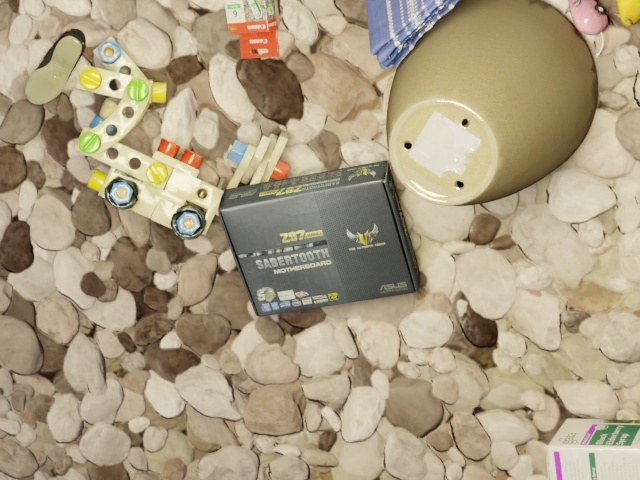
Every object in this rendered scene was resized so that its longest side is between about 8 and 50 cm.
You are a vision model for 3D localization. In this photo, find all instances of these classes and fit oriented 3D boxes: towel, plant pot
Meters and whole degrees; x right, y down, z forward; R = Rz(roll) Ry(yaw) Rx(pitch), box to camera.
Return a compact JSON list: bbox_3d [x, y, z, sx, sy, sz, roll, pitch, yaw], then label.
[{"bbox_3d":[0.172,-0.376,1.832,0.040,0.243,0.336,31,125,-30],"label":"towel"},{"bbox_3d":[0.180,-0.147,1.839,0.256,0.274,0.256,7,113,18],"label":"plant pot"}]

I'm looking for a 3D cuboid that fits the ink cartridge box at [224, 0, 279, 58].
[{"bbox_3d":[-0.094,-0.301,2.074,0.063,0.029,0.115,0,106,25],"label":"ink cartridge box"}]

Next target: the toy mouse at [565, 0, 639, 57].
[{"bbox_3d":[0.327,-0.302,1.856,0.143,0.031,0.161,36,136,25],"label":"toy mouse"}]

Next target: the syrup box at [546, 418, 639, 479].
[{"bbox_3d":[0.420,0.291,1.984,0.237,0.093,0.096,-1,106,26],"label":"syrup box"}]

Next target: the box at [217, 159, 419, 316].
[{"bbox_3d":[0.000,0.000,2.051,0.232,0.059,0.183,-9,122,13],"label":"box"}]

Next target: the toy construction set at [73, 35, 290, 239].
[{"bbox_3d":[-0.203,-0.125,2.128,0.327,0.151,0.215,25,90,9],"label":"toy construction set"}]

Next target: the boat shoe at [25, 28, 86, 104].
[{"bbox_3d":[-0.381,-0.250,2.222,0.049,0.042,0.133,35,120,-11],"label":"boat shoe"}]
